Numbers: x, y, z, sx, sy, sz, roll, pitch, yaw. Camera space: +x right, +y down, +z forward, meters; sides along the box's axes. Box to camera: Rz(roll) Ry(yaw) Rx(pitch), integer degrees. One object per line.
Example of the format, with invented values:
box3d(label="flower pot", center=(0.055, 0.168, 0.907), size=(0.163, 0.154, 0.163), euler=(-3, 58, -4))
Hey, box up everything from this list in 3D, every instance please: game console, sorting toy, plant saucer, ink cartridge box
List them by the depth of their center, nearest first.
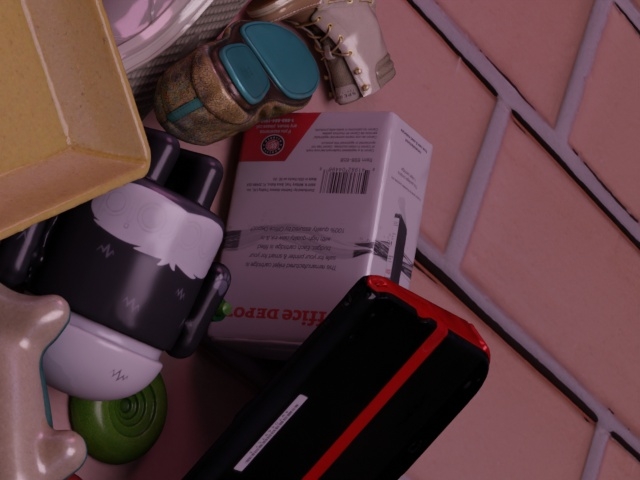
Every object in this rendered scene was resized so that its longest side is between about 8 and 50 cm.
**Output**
box3d(label="plant saucer", center=(-0.325, -0.168, 1.559), size=(0.333, 0.081, 0.333), euler=(-29, 105, -50))
box3d(label="sorting toy", center=(-0.187, 0.195, 1.833), size=(0.127, 0.126, 0.365), euler=(47, 56, -35))
box3d(label="game console", center=(0.000, 0.216, 1.890), size=(0.386, 0.060, 0.342), euler=(-49, 147, 7))
box3d(label="ink cartridge box", center=(0.000, 0.000, 1.985), size=(0.114, 0.197, 0.273), euler=(34, 63, -56))

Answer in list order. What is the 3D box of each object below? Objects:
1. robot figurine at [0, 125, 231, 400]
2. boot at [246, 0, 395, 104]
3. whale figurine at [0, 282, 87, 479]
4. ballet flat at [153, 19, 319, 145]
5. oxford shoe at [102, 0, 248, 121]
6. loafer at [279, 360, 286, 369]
box3d(label="robot figurine", center=(-0.205, 0.024, 1.768), size=(0.173, 0.209, 0.278), euler=(68, 46, -84))
box3d(label="boot", center=(0.008, -0.242, 2.114), size=(0.213, 0.077, 0.165), euler=(-28, 110, -45))
box3d(label="whale figurine", center=(-0.312, 0.178, 1.661), size=(0.141, 0.216, 0.272), euler=(50, 54, -71))
box3d(label="ballet flat", center=(-0.097, -0.169, 1.901), size=(0.348, 0.123, 0.123), euler=(-40, 120, -73))
box3d(label="oxford shoe", center=(-0.223, -0.200, 1.831), size=(0.130, 0.169, 0.449), euler=(36, 62, 7))
box3d(label="loafer", center=(-0.015, 0.126, 2.073), size=(0.078, 0.076, 0.223), euler=(71, 21, -72))
